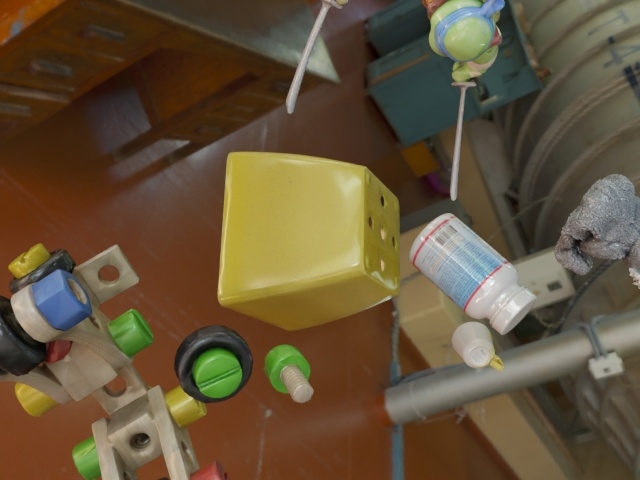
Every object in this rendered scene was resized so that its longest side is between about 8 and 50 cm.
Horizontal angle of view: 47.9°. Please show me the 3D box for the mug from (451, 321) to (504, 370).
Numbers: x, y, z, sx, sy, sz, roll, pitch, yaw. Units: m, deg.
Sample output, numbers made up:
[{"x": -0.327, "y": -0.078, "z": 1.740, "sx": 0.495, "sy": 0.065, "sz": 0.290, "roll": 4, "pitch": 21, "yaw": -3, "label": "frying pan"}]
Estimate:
[{"x": 0.245, "y": 0.165, "z": 1.103, "sx": 0.064, "sy": 0.078, "sz": 0.062, "roll": -89, "pitch": -176, "yaw": -76, "label": "mug"}]

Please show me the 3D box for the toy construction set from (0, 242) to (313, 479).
[{"x": -0.211, "y": 0.146, "z": 0.619, "sx": 0.257, "sy": 0.309, "sz": 0.237, "roll": 32, "pitch": 4, "yaw": -25, "label": "toy construction set"}]

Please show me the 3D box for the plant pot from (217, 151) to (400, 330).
[{"x": 0.000, "y": 0.000, "z": 0.989, "sx": 0.212, "sy": 0.187, "sz": 0.212, "roll": 33, "pitch": 55, "yaw": -60, "label": "plant pot"}]

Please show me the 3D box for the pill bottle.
[{"x": 0.198, "y": 0.045, "z": 0.936, "sx": 0.160, "sy": 0.087, "sz": 0.087, "roll": 45, "pitch": 14, "yaw": 24, "label": "pill bottle"}]

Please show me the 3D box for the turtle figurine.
[{"x": 0.085, "y": -0.234, "z": 0.705, "sx": 0.275, "sy": 0.197, "sz": 0.267, "roll": 106, "pitch": -7, "yaw": -55, "label": "turtle figurine"}]

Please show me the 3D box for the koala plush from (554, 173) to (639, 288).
[{"x": 0.580, "y": -0.001, "z": 1.330, "sx": 0.221, "sy": 0.196, "sz": 0.203, "roll": 40, "pitch": -8, "yaw": 24, "label": "koala plush"}]
